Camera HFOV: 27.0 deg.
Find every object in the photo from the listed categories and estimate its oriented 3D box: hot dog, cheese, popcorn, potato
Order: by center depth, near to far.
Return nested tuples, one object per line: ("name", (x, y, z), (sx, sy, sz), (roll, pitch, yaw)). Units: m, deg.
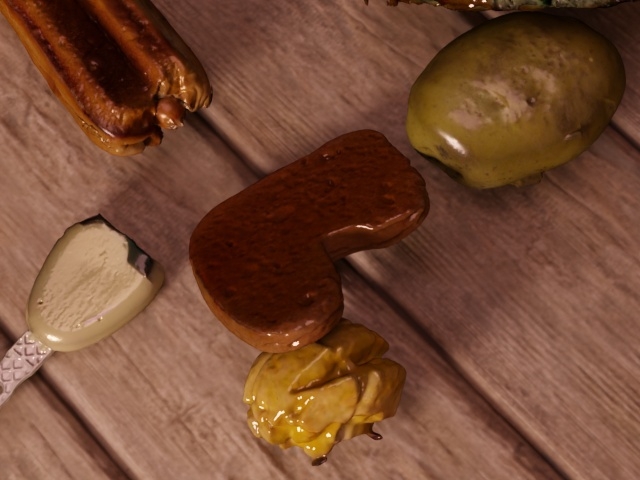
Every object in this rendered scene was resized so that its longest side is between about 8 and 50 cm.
("popcorn", (0.005, 0.150, 1.363), (0.167, 0.148, 0.152), (-20, 97, 14))
("cheese", (-0.290, 0.091, 1.461), (0.127, 0.054, 0.251), (37, 76, 17))
("potato", (0.214, -0.154, 1.470), (0.197, 0.148, 0.228), (31, 71, 30))
("hot dog", (-0.269, -0.238, 1.565), (0.158, 0.117, 0.349), (-34, 67, -15))

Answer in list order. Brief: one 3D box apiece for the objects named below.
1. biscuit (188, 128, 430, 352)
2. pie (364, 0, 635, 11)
("biscuit", (0.001, 0.001, 1.419), (0.277, 0.052, 0.262), (-32, 38, -13))
("pie", (0.224, -0.308, 1.487), (0.354, 0.288, 0.103), (-5, 108, -10))
